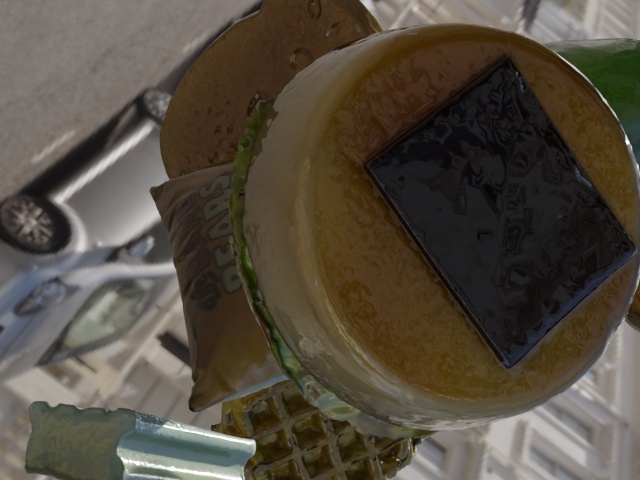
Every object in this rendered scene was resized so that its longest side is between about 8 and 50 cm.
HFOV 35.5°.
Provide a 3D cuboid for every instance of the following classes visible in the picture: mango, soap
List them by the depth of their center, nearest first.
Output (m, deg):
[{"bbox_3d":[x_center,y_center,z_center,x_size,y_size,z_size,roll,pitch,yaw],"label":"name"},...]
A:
[{"bbox_3d":[-0.155,0.188,0.880,0.198,0.115,0.063,31,64,-57],"label":"soap"},{"bbox_3d":[0.323,-0.140,1.199,0.382,0.201,0.225,-13,146,-26],"label":"mango"},{"bbox_3d":[0.401,0.072,1.261,0.057,0.114,0.079,-29,144,-5],"label":"mango"}]

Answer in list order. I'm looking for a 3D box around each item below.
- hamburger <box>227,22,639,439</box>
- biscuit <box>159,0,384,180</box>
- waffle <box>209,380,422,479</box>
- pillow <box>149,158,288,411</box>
[{"bbox_3d":[0.074,-0.011,0.699,0.300,0.300,0.176,-54,-169,-14],"label":"hamburger"},{"bbox_3d":[-0.037,-0.123,1.165,0.344,0.287,0.057,-42,170,32],"label":"biscuit"},{"bbox_3d":[0.031,0.255,1.618,0.095,0.380,0.382,35,-76,62],"label":"waffle"},{"bbox_3d":[0.000,0.000,0.956,0.313,0.119,0.310,-18,-134,-4],"label":"pillow"}]
